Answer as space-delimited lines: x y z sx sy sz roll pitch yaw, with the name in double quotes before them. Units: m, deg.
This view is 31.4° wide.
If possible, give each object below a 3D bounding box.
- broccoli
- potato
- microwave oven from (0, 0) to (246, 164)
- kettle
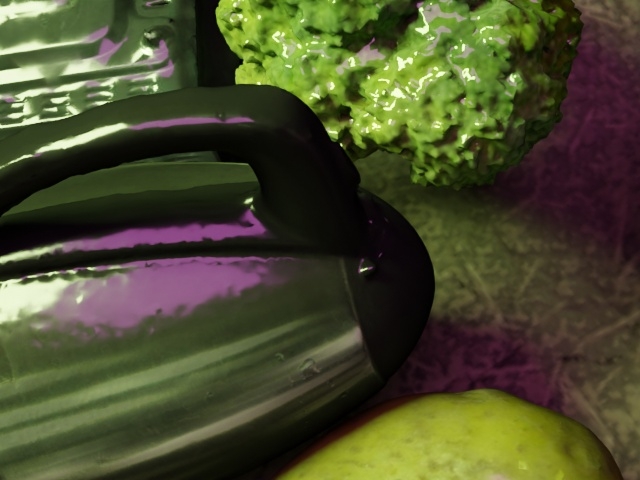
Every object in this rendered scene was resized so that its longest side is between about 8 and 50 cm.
"broccoli" 0.017 -0.153 0.683 0.254 0.302 0.186 37 102 -12
"potato" 0.046 0.179 0.599 0.197 0.148 0.228 5 49 47
"microwave oven" -0.166 -0.155 0.773 0.238 0.181 0.295 -8 64 6
"kettle" -0.075 0.025 0.631 0.271 0.250 0.207 -13 20 8
